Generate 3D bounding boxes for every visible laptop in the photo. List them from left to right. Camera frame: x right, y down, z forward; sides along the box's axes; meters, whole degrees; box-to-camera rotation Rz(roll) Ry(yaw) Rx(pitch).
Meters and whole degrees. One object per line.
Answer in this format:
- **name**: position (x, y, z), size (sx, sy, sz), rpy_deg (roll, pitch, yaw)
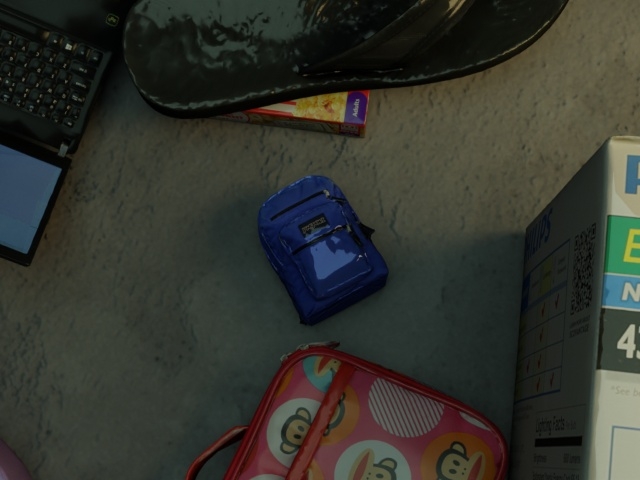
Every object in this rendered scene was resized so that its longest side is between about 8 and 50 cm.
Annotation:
- **laptop**: position (-0.314, -0.148, 1.068), size (0.234, 0.136, 0.264), rpy_deg (23, 92, -13)

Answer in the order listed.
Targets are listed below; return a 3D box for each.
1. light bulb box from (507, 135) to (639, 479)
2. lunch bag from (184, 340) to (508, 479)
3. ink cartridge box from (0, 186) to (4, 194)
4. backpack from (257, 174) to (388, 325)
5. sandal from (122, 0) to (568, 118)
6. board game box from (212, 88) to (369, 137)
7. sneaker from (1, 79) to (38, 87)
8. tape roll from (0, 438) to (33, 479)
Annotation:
- **light bulb box**: position (0.280, 0.143, 0.942), size (0.225, 0.358, 0.361), rpy_deg (6, 80, 1)
- **lunch bag**: position (0.004, 0.246, 1.058), size (0.258, 0.120, 0.293), rpy_deg (23, 79, 10)
- **ink cartridge box**: position (-0.408, 0.002, 1.128), size (0.159, 0.092, 0.218), rpy_deg (36, 84, 8)
- **backpack**: position (0.000, 0.000, 1.111), size (0.098, 0.101, 0.120), rpy_deg (-26, 75, -10)
- **sandal**: position (0.039, -0.216, 1.101), size (0.446, 0.107, 0.167), rpy_deg (-18, 79, -4)
- **board game box**: position (-0.043, -0.185, 1.176), size (0.194, 0.045, 0.146), rpy_deg (7, 79, 3)
- **sneaker**: position (-0.350, -0.168, 1.178), size (0.178, 0.072, 0.077), rpy_deg (-4, 73, -11)
- **tape roll**: position (-0.386, 0.282, 1.072), size (0.275, 0.090, 0.274), rpy_deg (0, 78, 2)
